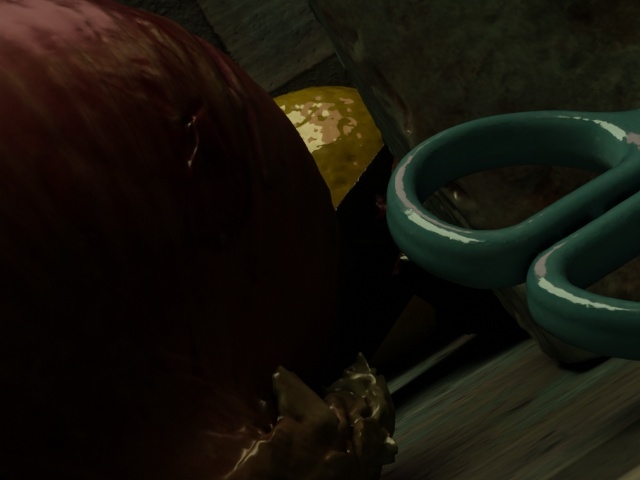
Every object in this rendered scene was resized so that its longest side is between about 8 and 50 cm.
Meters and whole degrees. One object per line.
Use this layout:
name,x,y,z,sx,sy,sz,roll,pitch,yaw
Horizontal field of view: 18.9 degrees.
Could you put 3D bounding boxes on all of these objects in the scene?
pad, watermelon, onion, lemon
pad,0.042,0.003,1.273,0.243,0.004,0.163,-53,-30,-34
watermelon,0.149,-0.051,0.986,0.387,0.258,0.228,12,-27,-11
onion,-0.147,0.052,0.902,0.354,0.353,0.353,-31,1,0
lemon,0.008,-0.004,1.483,0.253,0.228,0.228,-32,1,4

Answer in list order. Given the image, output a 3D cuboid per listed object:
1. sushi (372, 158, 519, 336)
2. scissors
sushi,0.115,-0.020,1.218,0.172,0.153,0.150,-50,1,11
scissors,0.228,-0.070,0.866,0.447,0.029,0.193,-29,37,-35
